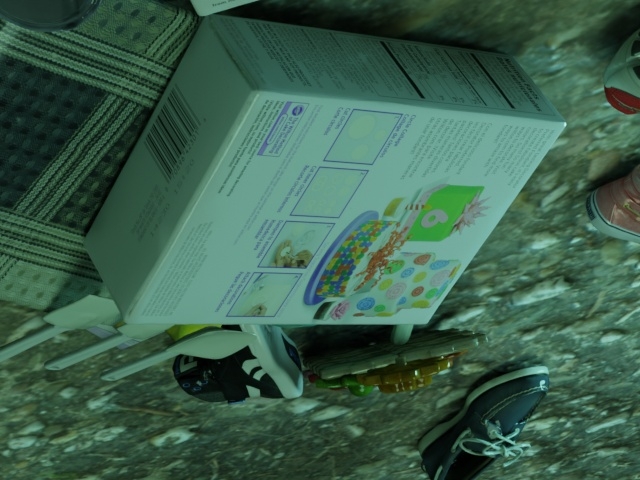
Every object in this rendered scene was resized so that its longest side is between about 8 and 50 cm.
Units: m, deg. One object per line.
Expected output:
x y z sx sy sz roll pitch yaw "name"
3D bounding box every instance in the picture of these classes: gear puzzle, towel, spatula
0.079 0.130 1.823 0.175 0.044 0.339 -11 180 -5 "gear puzzle"
-0.189 -0.071 1.416 0.312 0.056 0.324 -47 142 19 "towel"
-0.182 0.093 1.577 0.168 0.019 0.242 11 159 -32 "spatula"

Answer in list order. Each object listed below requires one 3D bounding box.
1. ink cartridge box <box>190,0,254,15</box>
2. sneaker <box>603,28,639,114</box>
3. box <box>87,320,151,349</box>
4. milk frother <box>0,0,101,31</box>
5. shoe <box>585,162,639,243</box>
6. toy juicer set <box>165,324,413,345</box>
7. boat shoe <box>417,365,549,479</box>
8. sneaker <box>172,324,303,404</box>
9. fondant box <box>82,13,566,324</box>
-0.074 -0.255 1.090 0.086 0.148 0.203 -16 151 7 "ink cartridge box"
0.373 -0.155 1.570 0.279 0.107 0.118 -3 169 -14 "sneaker"
-0.237 0.013 1.597 0.067 0.063 0.324 -25 150 15 "box"
-0.200 -0.199 1.147 0.143 0.135 0.129 -33 116 26 "milk frother"
0.351 -0.031 1.792 0.178 0.063 0.081 12 148 -33 "shoe"
0.000 0.000 1.686 0.329 0.089 0.209 4 128 -43 "toy juicer set"
0.199 0.232 2.189 0.095 0.079 0.254 6 146 -33 "boat shoe"
-0.099 0.110 1.827 0.121 0.079 0.217 -10 148 10 "sneaker"
0.006 -0.046 1.470 0.330 0.096 0.238 3 131 -40 "fondant box"
